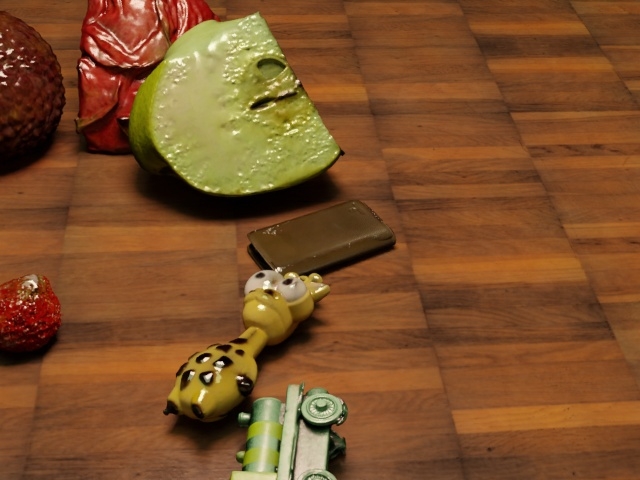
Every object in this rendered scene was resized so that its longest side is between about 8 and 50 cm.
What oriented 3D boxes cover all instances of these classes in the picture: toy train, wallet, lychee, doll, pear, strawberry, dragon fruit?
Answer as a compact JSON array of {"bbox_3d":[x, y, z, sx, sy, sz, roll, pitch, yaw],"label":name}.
[{"bbox_3d":[-0.038,0.244,1.033,0.132,0.083,0.200,2,38,3],"label":"toy train"},{"bbox_3d":[0.000,0.000,1.370,0.198,0.031,0.110,-19,43,-25],"label":"wallet"},{"bbox_3d":[-0.534,-0.245,1.475,0.261,0.260,0.260,2,39,-2],"label":"lychee"},{"bbox_3d":[-0.087,0.122,1.175,0.117,0.086,0.291,7,37,31],"label":"doll"},{"bbox_3d":[-0.152,-0.178,1.453,0.282,0.286,0.176,-32,8,-9],"label":"pear"},{"bbox_3d":[-0.377,0.089,1.188,0.106,0.106,0.106,2,39,-2],"label":"strawberry"},{"bbox_3d":[-0.318,-0.315,1.559,0.240,0.330,0.302,8,36,41],"label":"dragon fruit"}]
